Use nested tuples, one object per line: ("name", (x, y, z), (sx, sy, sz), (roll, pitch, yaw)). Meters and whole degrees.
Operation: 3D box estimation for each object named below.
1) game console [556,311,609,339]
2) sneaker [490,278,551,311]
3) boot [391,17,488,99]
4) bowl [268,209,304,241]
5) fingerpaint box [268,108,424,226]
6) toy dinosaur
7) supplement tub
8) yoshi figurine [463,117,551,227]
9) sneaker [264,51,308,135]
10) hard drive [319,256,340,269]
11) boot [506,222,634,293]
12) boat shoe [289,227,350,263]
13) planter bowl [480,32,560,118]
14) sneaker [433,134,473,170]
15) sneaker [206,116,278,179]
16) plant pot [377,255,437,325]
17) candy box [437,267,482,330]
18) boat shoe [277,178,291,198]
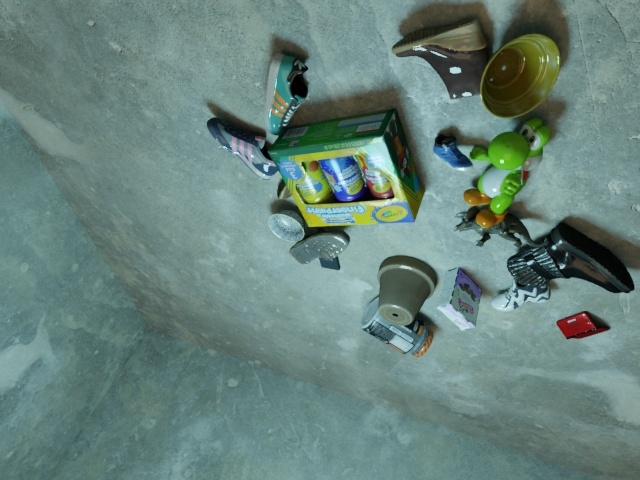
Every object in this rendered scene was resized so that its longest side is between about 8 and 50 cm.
("game console", (1.070, 0.348, 1.933), (0.124, 0.085, 0.144), (58, 142, 10))
("sneaker", (0.761, 0.191, 1.859), (0.235, 0.094, 0.153), (-17, 124, 42))
("boot", (0.336, -0.479, 1.306), (0.249, 0.090, 0.206), (-3, 132, 28))
("bowl", (-0.136, -0.080, 2.068), (0.170, 0.080, 0.170), (16, 142, 13))
("fingerpaint box", (0.096, -0.234, 1.679), (0.445, 0.163, 0.371), (0, 136, 31))
("toy dinosaur", (0.613, -0.052, 1.620), (0.314, 0.160, 0.121), (3, 132, 20))
("supplement tub", (0.371, 0.420, 2.277), (0.316, 0.193, 0.193), (32, 143, -9))
("yoshi figurine", (0.541, -0.208, 1.434), (0.204, 0.203, 0.362), (27, 141, 10))
("sneaker", (-0.110, -0.463, 1.572), (0.121, 0.108, 0.302), (24, 142, 10))
("hard drive", (0.037, 0.085, 2.212), (0.094, 0.022, 0.135), (9, 140, 21))
("boot", (0.869, 0.110, 1.662), (0.348, 0.131, 0.260), (37, 136, 3))
("boat shoe", (0.000, 0.000, 2.048), (0.355, 0.130, 0.132), (-15, 124, 48))
("planter bowl", (0.498, -0.438, 1.233), (0.217, 0.090, 0.217), (-8, 129, -10))
("sneaker", (0.416, -0.282, 1.488), (0.152, 0.058, 0.084), (44, 156, 41))
("sneaker", (-0.277, -0.376, 1.798), (0.319, 0.112, 0.131), (38, 125, -20))
("plant pot", (0.349, 0.234, 2.040), (0.263, 0.229, 0.263), (17, 143, 13))
("candy box", (0.574, 0.240, 1.940), (0.165, 0.196, 0.070), (41, 141, -20))
("boat shoe", (-0.124, -0.228, 1.910), (0.060, 0.064, 0.178), (4, 151, -22))
